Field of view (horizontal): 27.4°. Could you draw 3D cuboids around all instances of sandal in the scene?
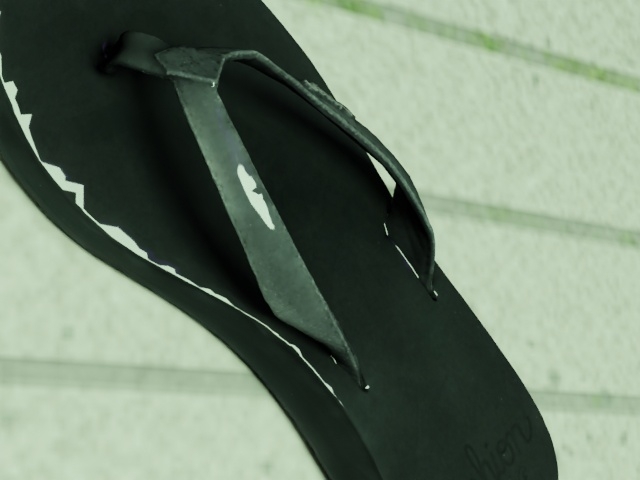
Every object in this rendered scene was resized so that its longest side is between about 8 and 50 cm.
[{"bbox_3d":[0.001,0.000,0.390,0.254,0.054,0.097,49,54,-19],"label":"sandal"}]
